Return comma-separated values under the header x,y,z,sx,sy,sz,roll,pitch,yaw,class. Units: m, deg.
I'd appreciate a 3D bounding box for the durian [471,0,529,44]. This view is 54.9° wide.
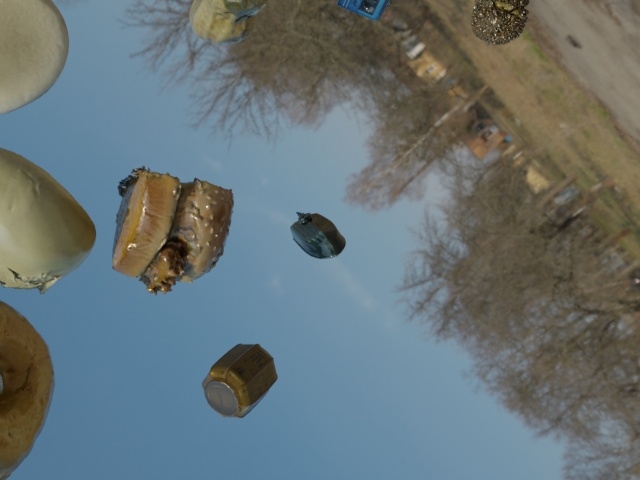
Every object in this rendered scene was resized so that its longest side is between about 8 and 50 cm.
x,y,z,sx,sy,sz,roll,pitch,yaw,class
0.238,-0.299,0.827,0.080,0.080,0.091,49,168,5,durian

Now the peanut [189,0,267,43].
x,y,z,sx,sy,sz,roll,pitch,yaw,class
-0.209,-0.553,1.442,0.152,0.313,0.152,6,-103,-28,peanut

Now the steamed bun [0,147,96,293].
x,y,z,sx,sy,sz,roll,pitch,yaw,class
-0.696,-0.041,1.373,0.334,0.233,0.312,10,145,36,steamed bun

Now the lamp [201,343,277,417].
x,y,z,sx,sy,sz,roll,pitch,yaw,class
-0.207,0.361,1.602,0.161,0.161,0.185,49,-144,2,lamp

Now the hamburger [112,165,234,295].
x,y,z,sx,sy,sz,roll,pitch,yaw,class
-0.371,-0.007,1.507,0.268,0.286,0.445,12,173,-25,hamburger

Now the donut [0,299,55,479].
x,y,z,sx,sy,sz,roll,pitch,yaw,class
-0.762,0.318,1.343,0.449,0.198,0.448,-15,-90,-81,donut

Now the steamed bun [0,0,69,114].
x,y,z,sx,sy,sz,roll,pitch,yaw,class
-0.498,-0.276,0.922,0.146,0.242,0.164,40,148,58,steamed bun

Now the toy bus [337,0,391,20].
x,y,z,sx,sy,sz,roll,pitch,yaw,class
0.130,-0.617,1.340,0.134,0.246,0.113,26,-130,-4,toy bus

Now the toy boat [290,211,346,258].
x,y,z,sx,sy,sz,roll,pitch,yaw,class
0.000,0.000,1.429,0.103,0.093,0.246,65,171,-20,toy boat
